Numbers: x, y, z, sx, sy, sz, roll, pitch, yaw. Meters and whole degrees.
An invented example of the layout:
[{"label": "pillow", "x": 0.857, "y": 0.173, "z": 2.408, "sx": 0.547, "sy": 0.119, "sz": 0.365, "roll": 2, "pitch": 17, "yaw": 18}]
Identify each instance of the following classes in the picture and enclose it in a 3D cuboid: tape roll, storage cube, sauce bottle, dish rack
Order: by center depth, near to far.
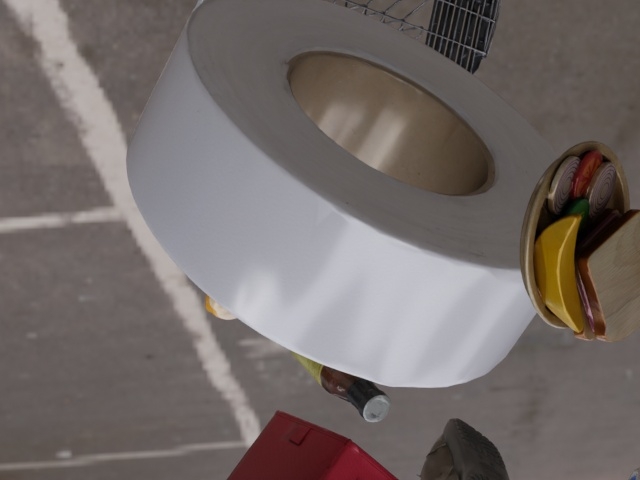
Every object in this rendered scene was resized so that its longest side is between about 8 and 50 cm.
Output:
[{"label": "tape roll", "x": 0.023, "y": -0.041, "z": 0.893, "sx": 0.286, "sy": 0.286, "sz": 0.100, "roll": 6, "pitch": 128, "yaw": -36}, {"label": "sauce bottle", "x": 0.015, "y": 0.106, "z": 1.159, "sx": 0.042, "sy": 0.042, "sz": 0.128, "roll": 4, "pitch": -156, "yaw": -31}, {"label": "dish rack", "x": 0.059, "y": -0.277, "z": 1.429, "sx": 0.271, "sy": 0.208, "sz": 0.074, "roll": 17, "pitch": 170, "yaw": -22}, {"label": "storage cube", "x": -0.004, "y": 0.326, "z": 1.541, "sx": 0.183, "sy": 0.193, "sz": 0.215, "roll": 42, "pitch": 166, "yaw": -23}]

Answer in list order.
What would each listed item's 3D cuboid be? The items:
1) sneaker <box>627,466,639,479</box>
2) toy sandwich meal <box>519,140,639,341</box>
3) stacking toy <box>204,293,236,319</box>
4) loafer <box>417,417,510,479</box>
[{"label": "sneaker", "x": 0.378, "y": 0.346, "z": 1.343, "sx": 0.236, "sy": 0.323, "sz": 0.130, "roll": -18, "pitch": 147, "yaw": 38}, {"label": "toy sandwich meal", "x": 0.111, "y": 0.002, "z": 0.568, "sx": 0.029, "sy": 0.086, "sz": 0.085, "roll": 13, "pitch": 180, "yaw": 41}, {"label": "stacking toy", "x": 0.000, "y": 0.000, "z": 1.566, "sx": 0.301, "sy": 0.166, "sz": 0.175, "roll": -31, "pitch": 117, "yaw": 6}, {"label": "loafer", "x": 0.150, "y": 0.275, "z": 1.419, "sx": 0.094, "sy": 0.087, "sz": 0.251, "roll": 36, "pitch": -165, "yaw": -12}]
